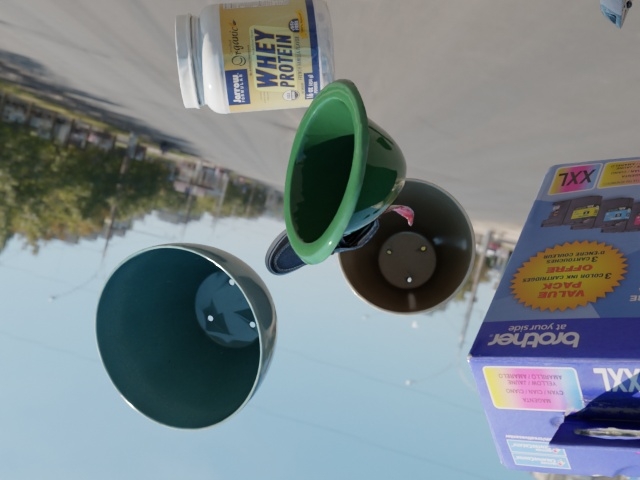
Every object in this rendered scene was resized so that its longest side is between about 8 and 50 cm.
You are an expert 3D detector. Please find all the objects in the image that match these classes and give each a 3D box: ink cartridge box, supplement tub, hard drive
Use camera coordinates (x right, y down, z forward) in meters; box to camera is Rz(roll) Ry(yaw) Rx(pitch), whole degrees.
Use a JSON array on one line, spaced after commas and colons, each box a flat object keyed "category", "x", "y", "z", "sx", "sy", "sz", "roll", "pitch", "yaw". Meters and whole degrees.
[{"category": "ink cartridge box", "x": 0.311, "y": 0.077, "z": 0.848, "sx": 0.270, "sy": 0.151, "sz": 0.395, "roll": -4, "pitch": -146, "yaw": 31}, {"category": "supplement tub", "x": -0.135, "y": -0.385, "z": 1.899, "sx": 0.316, "sy": 0.228, "sz": 0.228, "roll": -5, "pitch": -178, "yaw": -3}, {"category": "hard drive", "x": 0.542, "y": -0.498, "z": 1.593, "sx": 0.054, "sy": 0.172, "sz": 0.254, "roll": 22, "pitch": 175, "yaw": 18}]

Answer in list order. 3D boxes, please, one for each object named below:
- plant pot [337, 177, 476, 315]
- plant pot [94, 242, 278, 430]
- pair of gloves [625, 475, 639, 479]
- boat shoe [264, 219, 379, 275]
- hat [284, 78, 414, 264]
[{"category": "plant pot", "x": 0.172, "y": 0.025, "z": 1.806, "sx": 0.256, "sy": 0.256, "sz": 0.274, "roll": 15, "pitch": 176, "yaw": 8}, {"category": "plant pot", "x": -0.185, "y": 0.132, "z": 1.455, "sx": 0.290, "sy": 0.290, "sz": 0.195, "roll": 15, "pitch": -164, "yaw": 18}, {"category": "pair of gloves", "x": 0.577, "y": 0.403, "z": 1.643, "sx": 0.023, "sy": 0.198, "sz": 0.159, "roll": 1, "pitch": 163, "yaw": -3}, {"category": "boat shoe", "x": 0.000, "y": 0.000, "z": 1.379, "sx": 0.065, "sy": 0.183, "sz": 0.083, "roll": 57, "pitch": 176, "yaw": -25}, {"category": "hat", "x": 0.076, "y": -0.055, "z": 0.886, "sx": 0.183, "sy": 0.173, "sz": 0.208, "roll": 12, "pitch": -153, "yaw": -23}]
